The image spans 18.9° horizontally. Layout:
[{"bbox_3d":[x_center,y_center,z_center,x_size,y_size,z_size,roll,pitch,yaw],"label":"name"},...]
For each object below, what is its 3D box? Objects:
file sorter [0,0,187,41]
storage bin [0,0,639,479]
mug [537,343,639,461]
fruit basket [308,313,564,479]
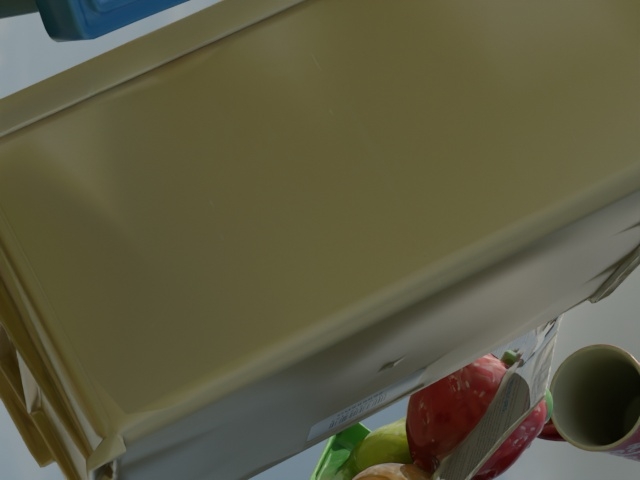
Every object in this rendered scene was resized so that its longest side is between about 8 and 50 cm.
[{"bbox_3d":[-0.052,-0.132,0.358,0.104,0.118,0.170,1,-68,50],"label":"file sorter"},{"bbox_3d":[0.000,0.000,0.745,0.123,0.262,0.260,61,-14,12],"label":"storage bin"},{"bbox_3d":[0.318,0.179,2.068,0.150,0.169,0.113,13,-97,36],"label":"mug"},{"bbox_3d":[0.103,0.194,1.573,0.353,0.165,0.327,-47,-176,22],"label":"fruit basket"}]
